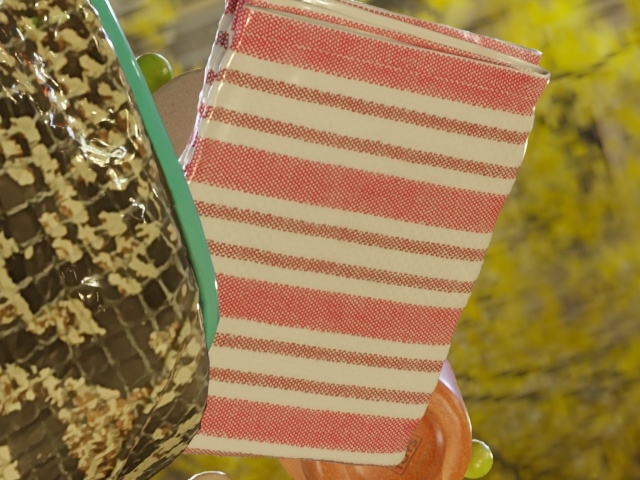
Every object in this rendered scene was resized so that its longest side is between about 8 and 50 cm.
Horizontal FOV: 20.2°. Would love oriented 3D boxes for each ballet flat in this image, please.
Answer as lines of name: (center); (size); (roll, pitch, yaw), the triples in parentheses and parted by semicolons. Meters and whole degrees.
ballet flat: (-0.157, -0.133, 0.369); (0.164, 0.483, 0.182); (-2, -160, 43)

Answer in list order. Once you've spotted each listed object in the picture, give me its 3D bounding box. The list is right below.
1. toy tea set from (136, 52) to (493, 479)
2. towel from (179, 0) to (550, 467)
toy tea set: (-0.066, 0.031, 0.837); (0.200, 0.336, 0.124); (-30, -170, -4)
towel: (0.000, 0.000, 0.724); (0.144, 0.197, 0.029); (11, -162, -27)
